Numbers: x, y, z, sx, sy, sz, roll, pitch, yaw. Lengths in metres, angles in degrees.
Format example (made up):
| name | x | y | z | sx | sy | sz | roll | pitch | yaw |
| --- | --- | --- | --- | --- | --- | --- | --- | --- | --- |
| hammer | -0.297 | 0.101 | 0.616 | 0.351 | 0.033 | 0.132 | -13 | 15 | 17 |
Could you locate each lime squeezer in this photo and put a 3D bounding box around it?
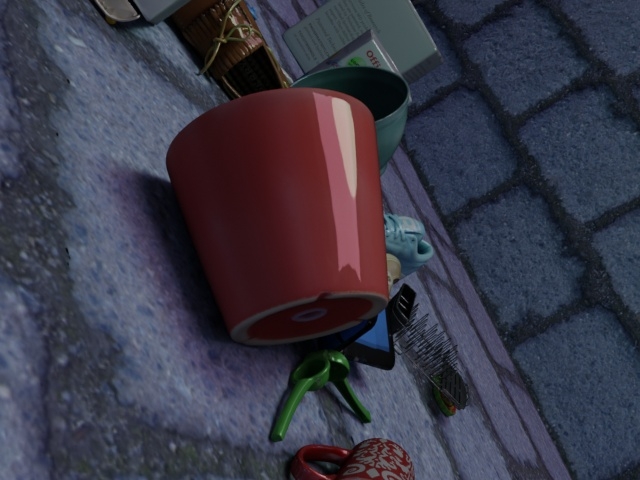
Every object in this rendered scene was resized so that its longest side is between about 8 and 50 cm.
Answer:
| name | x | y | z | sx | sy | sz | roll | pitch | yaw |
| --- | --- | --- | --- | --- | --- | --- | --- | --- | --- |
| lime squeezer | -0.003 | 0.203 | 0.930 | 0.310 | 0.058 | 0.110 | 23 | 71 | -65 |

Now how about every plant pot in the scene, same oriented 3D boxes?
| name | x | y | z | sx | sy | sz | roll | pitch | yaw |
| --- | --- | --- | --- | --- | --- | --- | --- | --- | --- |
| plant pot | 0.060 | -0.246 | 1.567 | 0.293 | 0.292 | 0.196 | -100 | -179 | -51 |
| plant pot | -0.038 | -0.014 | 0.846 | 0.275 | 0.274 | 0.243 | 29 | 44 | -60 |

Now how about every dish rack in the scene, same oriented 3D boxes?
| name | x | y | z | sx | sy | sz | roll | pitch | yaw |
| --- | --- | --- | --- | --- | --- | --- | --- | --- | --- |
| dish rack | 0.240 | 0.233 | 1.482 | 0.271 | 0.074 | 0.208 | 47 | 18 | -1 |

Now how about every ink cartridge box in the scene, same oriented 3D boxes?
| name | x | y | z | sx | sy | sz | roll | pitch | yaw |
| --- | --- | --- | --- | --- | --- | --- | --- | --- | --- |
| ink cartridge box | 0.081 | -0.404 | 1.850 | 0.198 | 0.270 | 0.197 | 53 | 17 | -18 |

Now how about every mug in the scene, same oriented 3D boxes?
| name | x | y | z | sx | sy | sz | roll | pitch | yaw |
| --- | --- | --- | --- | --- | --- | --- | --- | --- | --- |
| mug | 0.052 | 0.289 | 0.808 | 0.150 | 0.113 | 0.169 | 62 | 13 | 4 |

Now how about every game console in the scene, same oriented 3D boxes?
| name | x | y | z | sx | sy | sz | roll | pitch | yaw |
| --- | --- | --- | --- | --- | --- | --- | --- | --- | --- |
| game console | 0.081 | 0.031 | 1.068 | 0.173 | 0.250 | 0.293 | 5 | 64 | -21 |

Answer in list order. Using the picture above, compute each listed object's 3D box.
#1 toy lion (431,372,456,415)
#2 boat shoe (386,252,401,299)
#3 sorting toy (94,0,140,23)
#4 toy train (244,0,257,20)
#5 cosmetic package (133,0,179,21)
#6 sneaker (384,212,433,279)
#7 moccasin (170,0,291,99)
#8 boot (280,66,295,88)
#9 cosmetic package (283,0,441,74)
| name | x | y | z | sx | sy | sz | roll | pitch | yaw |
| --- | --- | --- | --- | --- | --- | --- | --- | --- | --- |
| toy lion | 0.278 | 0.345 | 1.533 | 0.096 | 0.034 | 0.100 | 18 | 43 | -56 |
| boat shoe | 0.080 | 0.087 | 1.272 | 0.302 | 0.109 | 0.098 | 4 | 62 | -64 |
| sorting toy | -0.309 | -0.362 | 1.024 | 0.083 | 0.044 | 0.075 | 53 | 10 | -21 |
| toy train | -0.219 | -0.559 | 1.590 | 0.184 | 0.080 | 0.105 | 43 | 13 | -37 |
| cosmetic package | -0.252 | -0.446 | 1.070 | 0.151 | 0.151 | 0.184 | 54 | 1 | -17 |
| sneaker | 0.160 | -0.026 | 1.623 | 0.366 | 0.150 | 0.135 | 35 | 27 | -55 |
| moccasin | -0.171 | -0.359 | 1.291 | 0.380 | 0.139 | 0.147 | 58 | 4 | -41 |
| boot | -0.122 | -0.408 | 1.608 | 0.190 | 0.069 | 0.086 | 47 | 23 | -31 |
| cosmetic package | 0.154 | -0.636 | 2.266 | 0.328 | 0.393 | 0.329 | 59 | 15 | 1 |
